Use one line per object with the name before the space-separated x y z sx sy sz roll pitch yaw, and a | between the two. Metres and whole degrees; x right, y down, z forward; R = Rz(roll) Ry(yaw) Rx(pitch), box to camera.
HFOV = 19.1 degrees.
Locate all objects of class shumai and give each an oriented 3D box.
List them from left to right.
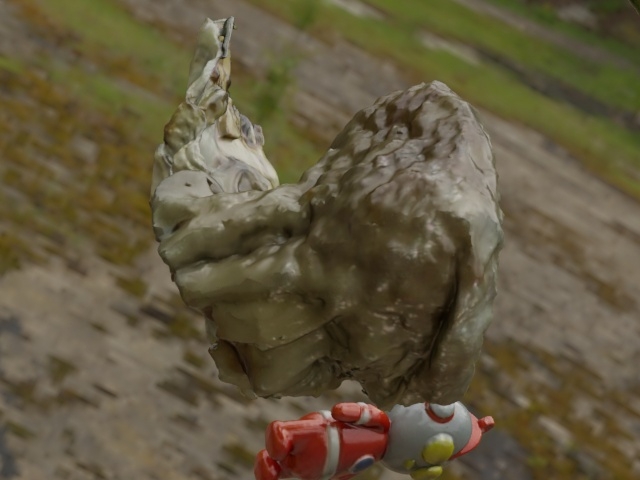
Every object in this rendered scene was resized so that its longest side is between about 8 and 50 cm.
shumai | 0.000 0.000 1.508 0.262 0.267 0.314 2 -3 -9

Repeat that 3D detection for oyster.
oyster | -0.092 -0.026 1.718 0.201 0.107 0.354 59 20 -61

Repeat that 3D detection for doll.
doll | 0.058 0.195 1.850 0.245 0.142 0.076 -3 55 -20

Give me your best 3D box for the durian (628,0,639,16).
durian | 0.347 -0.310 1.827 0.139 0.250 0.101 6 6 27
